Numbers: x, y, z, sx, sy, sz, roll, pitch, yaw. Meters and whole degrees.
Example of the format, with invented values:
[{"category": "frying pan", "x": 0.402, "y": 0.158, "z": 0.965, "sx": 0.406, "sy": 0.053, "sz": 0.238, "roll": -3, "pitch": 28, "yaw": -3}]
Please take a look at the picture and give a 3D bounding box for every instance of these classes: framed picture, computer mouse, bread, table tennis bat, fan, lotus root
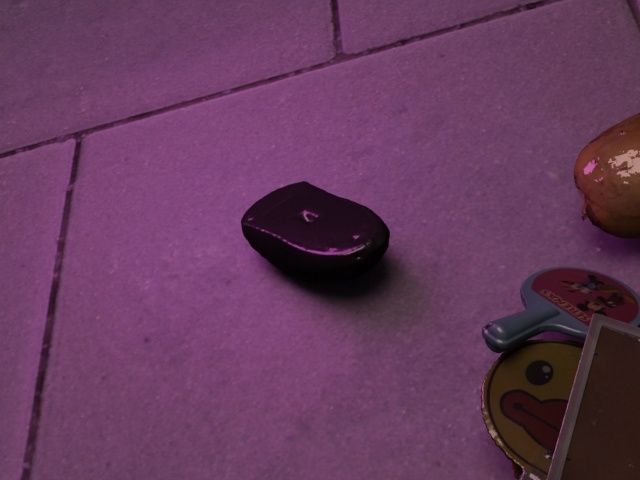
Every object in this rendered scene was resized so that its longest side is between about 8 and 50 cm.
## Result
[{"category": "framed picture", "x": 0.378, "y": 0.219, "z": 1.256, "sx": 0.217, "sy": 0.017, "sz": 0.274, "roll": 21, "pitch": 54, "yaw": 11}, {"category": "computer mouse", "x": 0.000, "y": 0.000, "z": 1.628, "sx": 0.137, "sy": 0.086, "sz": 0.269, "roll": -35, "pitch": 36, "yaw": -24}, {"category": "bread", "x": 0.261, "y": 0.223, "z": 1.326, "sx": 0.074, "sy": 0.053, "sz": 0.132, "roll": -6, "pitch": 46, "yaw": 11}, {"category": "table tennis bat", "x": 0.297, "y": 0.089, "z": 1.393, "sx": 0.244, "sy": 0.040, "sz": 0.153, "roll": -16, "pitch": 36, "yaw": -34}, {"category": "fan", "x": 0.274, "y": 0.225, "z": 1.272, "sx": 0.229, "sy": 0.011, "sz": 0.335, "roll": 28, "pitch": 51, "yaw": 20}, {"category": "lotus root", "x": 0.498, "y": -0.116, "z": 1.486, "sx": 0.342, "sy": 0.151, "sz": 0.169, "roll": -24, "pitch": 41, "yaw": 0}]
